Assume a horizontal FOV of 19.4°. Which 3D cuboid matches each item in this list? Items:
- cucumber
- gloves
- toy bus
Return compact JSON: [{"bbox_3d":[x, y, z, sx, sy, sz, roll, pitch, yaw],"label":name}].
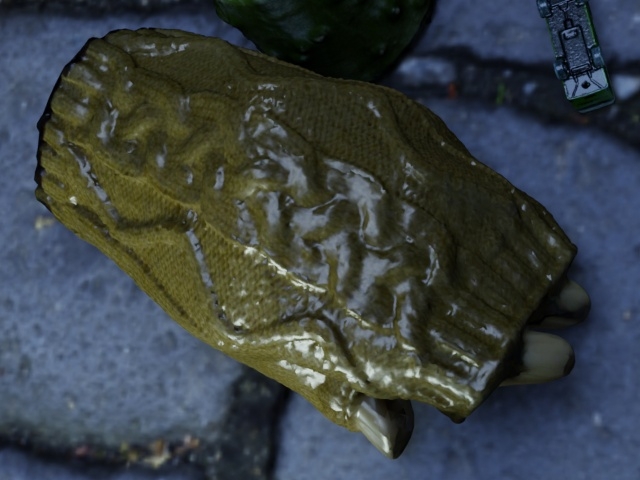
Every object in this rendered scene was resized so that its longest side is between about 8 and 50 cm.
[{"bbox_3d":[-0.031,-0.183,1.106,0.134,0.244,0.134,-6,76,26],"label":"cucumber"},{"bbox_3d":[-0.012,-0.002,1.093,0.356,0.155,0.203,25,104,17],"label":"gloves"},{"bbox_3d":[0.154,-0.122,1.130,0.031,0.037,0.083,-18,70,16],"label":"toy bus"}]
